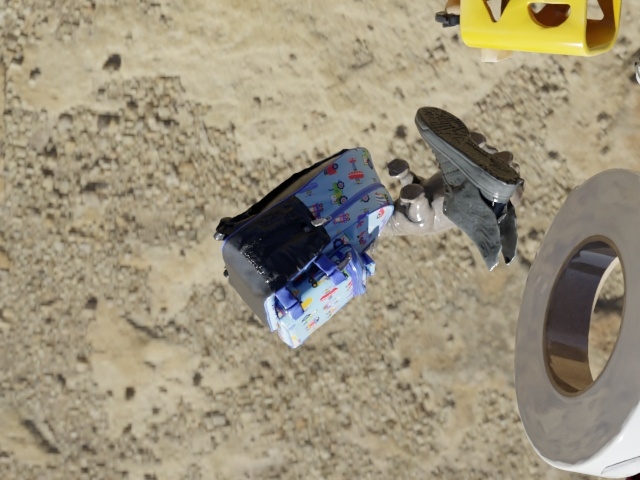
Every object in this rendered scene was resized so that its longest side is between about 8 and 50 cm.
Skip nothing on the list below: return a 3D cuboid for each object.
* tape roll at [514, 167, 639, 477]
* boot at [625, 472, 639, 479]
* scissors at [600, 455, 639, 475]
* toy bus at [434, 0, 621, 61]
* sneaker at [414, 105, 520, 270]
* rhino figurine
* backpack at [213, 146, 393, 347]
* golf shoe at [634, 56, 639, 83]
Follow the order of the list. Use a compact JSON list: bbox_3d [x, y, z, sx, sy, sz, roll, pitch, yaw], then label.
[{"bbox_3d":[0.360,0.100,1.437,0.072,0.392,0.392,12,117,-14],"label":"tape roll"},{"bbox_3d":[0.501,0.261,1.500,0.178,0.085,0.236,6,88,-11],"label":"boot"},{"bbox_3d":[0.380,0.195,1.070,0.109,0.021,0.297,27,143,-5],"label":"scissors"},{"bbox_3d":[0.163,-0.211,1.002,0.191,0.202,0.104,-4,108,-9],"label":"toy bus"},{"bbox_3d":[0.142,-0.056,1.149,0.051,0.170,0.089,-14,137,-38],"label":"sneaker"},{"bbox_3d":[0.117,-0.045,1.291,0.243,0.073,0.106,-17,145,22],"label":"rhino figurine"},{"bbox_3d":[0.000,0.000,1.070,0.173,0.158,0.117,-38,77,-12],"label":"backpack"},{"bbox_3d":[0.378,-0.151,1.173,0.077,0.198,0.094,-3,94,-5],"label":"golf shoe"}]
